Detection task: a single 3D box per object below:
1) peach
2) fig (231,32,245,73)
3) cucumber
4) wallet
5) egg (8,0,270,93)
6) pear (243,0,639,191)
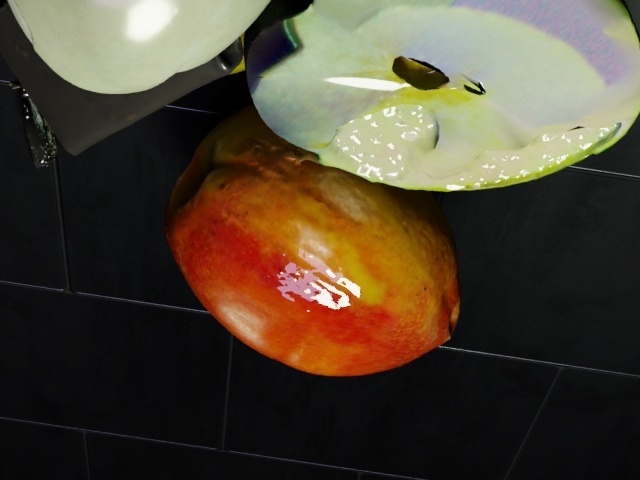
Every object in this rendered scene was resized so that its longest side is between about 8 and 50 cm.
[{"bbox_3d":[-0.001,0.002,1.748,0.372,0.290,0.373,13,147,8],"label":"peach"},{"bbox_3d":[-0.115,-0.239,1.551,0.153,0.121,0.136,19,149,-12],"label":"fig"},{"bbox_3d":[-0.353,-0.150,1.828,0.039,0.043,0.163,43,155,25],"label":"cucumber"},{"bbox_3d":[-0.231,-0.214,1.562,0.377,0.051,0.197,-19,105,53],"label":"wallet"},{"bbox_3d":[-0.152,-0.292,1.265,0.278,0.278,0.336,23,102,-22],"label":"egg"},{"bbox_3d":[0.124,-0.221,1.478,0.398,0.165,0.399,6,146,4],"label":"pear"}]
